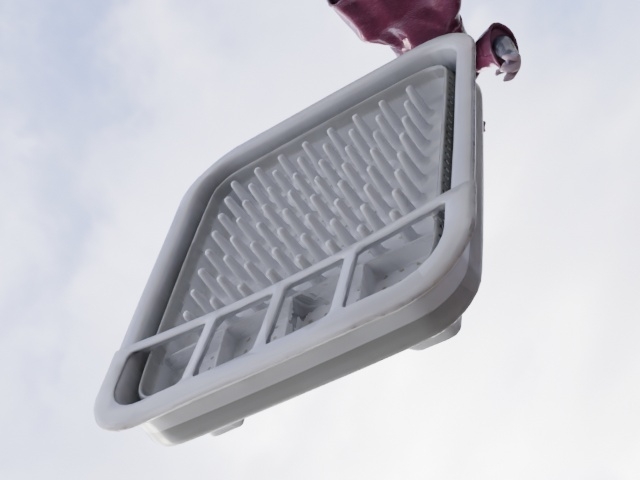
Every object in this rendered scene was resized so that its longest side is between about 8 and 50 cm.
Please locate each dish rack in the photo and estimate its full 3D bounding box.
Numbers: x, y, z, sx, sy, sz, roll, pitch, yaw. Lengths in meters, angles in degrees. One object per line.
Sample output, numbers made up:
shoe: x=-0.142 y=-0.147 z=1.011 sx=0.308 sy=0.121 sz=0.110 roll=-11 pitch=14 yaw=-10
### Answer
dish rack: x=0.000 y=0.000 z=0.754 sx=0.285 sy=0.333 sz=0.072 roll=-27 pitch=-62 yaw=25

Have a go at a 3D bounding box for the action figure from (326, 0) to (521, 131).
action figure: x=0.131 y=-0.281 z=1.453 sx=0.248 sy=0.276 sz=0.370 roll=-18 pitch=-43 yaw=13
